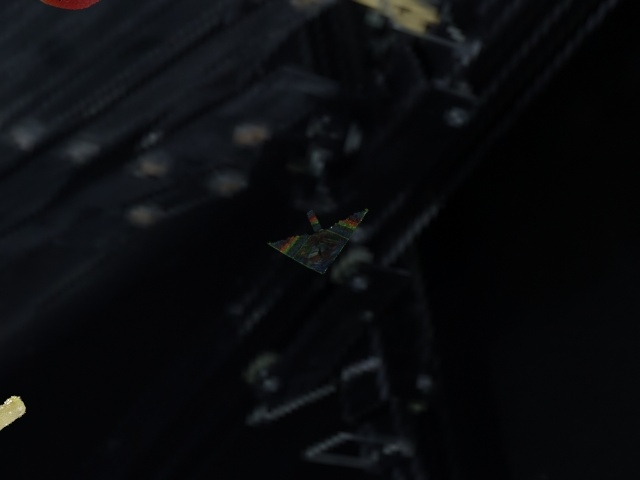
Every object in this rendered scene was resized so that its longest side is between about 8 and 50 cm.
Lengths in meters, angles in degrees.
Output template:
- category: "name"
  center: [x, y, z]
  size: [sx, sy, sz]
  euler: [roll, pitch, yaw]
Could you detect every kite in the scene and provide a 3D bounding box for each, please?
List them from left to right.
- category: "kite"
  center: [0.000, 0.000, 2.069]
  size: [0.122, 0.004, 0.090]
  euler: [-23, -128, 13]

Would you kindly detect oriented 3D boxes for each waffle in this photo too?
- category: "waffle"
  center: [-0.357, 0.204, 1.820]
  size: [0.152, 0.097, 0.023]
  euler: [-35, -90, 36]

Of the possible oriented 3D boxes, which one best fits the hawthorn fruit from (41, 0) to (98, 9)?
- category: "hawthorn fruit"
  center: [-0.311, -0.379, 2.420]
  size: [0.188, 0.169, 0.169]
  euler: [-177, -82, -75]
